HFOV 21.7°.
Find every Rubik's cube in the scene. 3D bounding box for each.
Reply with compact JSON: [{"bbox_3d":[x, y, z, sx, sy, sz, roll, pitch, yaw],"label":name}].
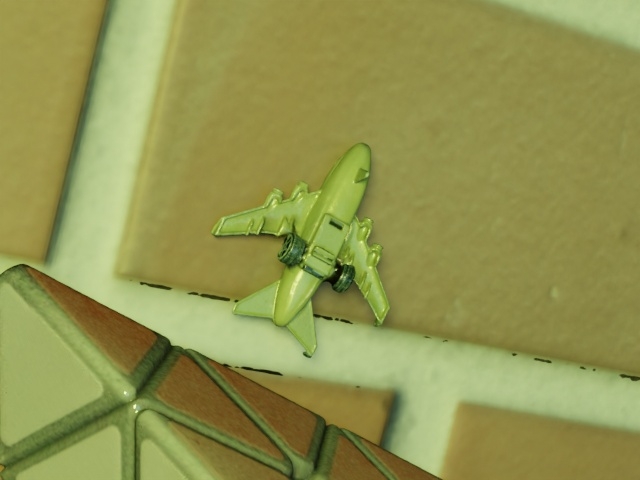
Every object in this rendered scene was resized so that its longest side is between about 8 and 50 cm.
[{"bbox_3d":[-0.040,0.166,0.797,0.229,0.233,0.228,85,8,-54],"label":"Rubik's cube"}]

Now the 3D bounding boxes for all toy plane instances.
[{"bbox_3d":[0.000,0.000,0.849,0.102,0.040,0.111,29,86,-21],"label":"toy plane"}]
